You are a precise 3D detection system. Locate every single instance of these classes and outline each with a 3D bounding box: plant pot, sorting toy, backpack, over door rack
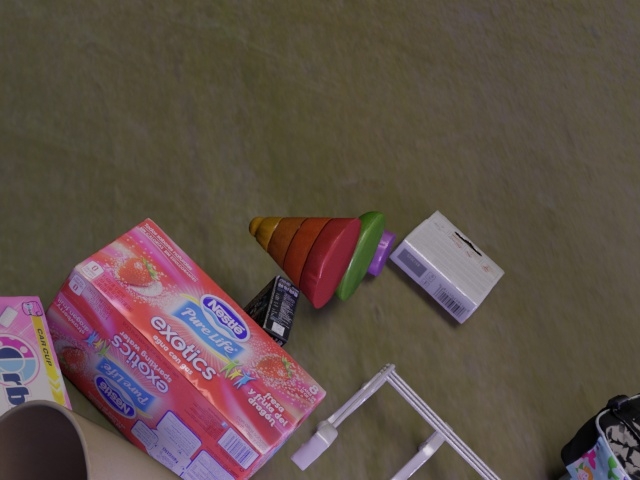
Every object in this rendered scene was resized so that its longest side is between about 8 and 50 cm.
[{"bbox_3d":[-0.202,0.318,1.463,0.274,0.256,0.256,26,40,-40],"label":"plant pot"},{"bbox_3d":[0.000,0.000,1.908,0.126,0.127,0.365,25,8,12],"label":"sorting toy"},{"bbox_3d":[0.456,0.340,1.940,0.225,0.191,0.253,-15,57,-41],"label":"backpack"},{"bbox_3d":[0.094,0.292,1.759,0.239,0.108,0.324,45,20,5],"label":"over door rack"}]

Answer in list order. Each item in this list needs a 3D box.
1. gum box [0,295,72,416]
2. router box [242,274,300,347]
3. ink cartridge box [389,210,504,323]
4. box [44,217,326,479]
[{"bbox_3d":[-0.347,0.155,1.612,0.107,0.062,0.188,1,54,-36],"label":"gum box"},{"bbox_3d":[-0.078,0.113,1.803,0.038,0.122,0.092,31,42,-17],"label":"router box"},{"bbox_3d":[0.187,0.035,2.147,0.145,0.045,0.179,43,23,5],"label":"ink cartridge box"},{"bbox_3d":[-0.166,0.145,1.689,0.300,0.154,0.142,43,40,7],"label":"box"}]
